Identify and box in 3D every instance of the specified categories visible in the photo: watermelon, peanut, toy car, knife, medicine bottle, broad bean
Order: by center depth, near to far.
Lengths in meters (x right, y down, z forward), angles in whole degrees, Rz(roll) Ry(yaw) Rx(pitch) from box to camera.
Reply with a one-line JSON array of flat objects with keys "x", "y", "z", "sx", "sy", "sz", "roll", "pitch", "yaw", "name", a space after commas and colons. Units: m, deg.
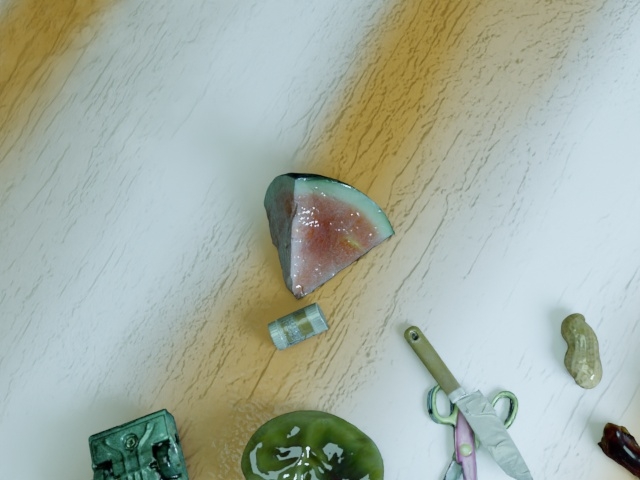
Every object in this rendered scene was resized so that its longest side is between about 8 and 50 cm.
[{"x": 0.369, "y": 0.156, "z": 1.590, "sx": 0.054, "sy": 0.054, "sz": 0.113, "roll": -11, "pitch": 66, "yaw": 11, "name": "peanut"}, {"x": 0.213, "y": 0.231, "z": 1.606, "sx": 0.047, "sy": 0.017, "sz": 0.298, "roll": -30, "pitch": 58, "yaw": -8, "name": "knife"}, {"x": -0.009, "y": 0.323, "z": 1.631, "sx": 0.206, "sy": 0.072, "sz": 0.153, "roll": 7, "pitch": 75, "yaw": 5, "name": "broad bean"}, {"x": -0.239, "y": 0.416, "z": 1.636, "sx": 0.141, "sy": 0.097, "sz": 0.321, "roll": -21, "pitch": 66, "yaw": 7, "name": "toy car"}, {"x": -0.034, "y": 0.131, "z": 1.711, "sx": 0.083, "sy": 0.047, "sz": 0.047, "roll": -25, "pitch": 66, "yaw": 5, "name": "medicine bottle"}, {"x": 0.006, "y": -0.020, "z": 1.758, "sx": 0.207, "sy": 0.136, "sz": 0.202, "roll": 20, "pitch": 116, "yaw": -6, "name": "watermelon"}]

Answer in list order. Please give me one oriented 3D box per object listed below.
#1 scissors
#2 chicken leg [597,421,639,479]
[{"x": 0.206, "y": 0.297, "z": 1.599, "sx": 0.133, "sy": 0.020, "sz": 0.187, "roll": 5, "pitch": 70, "yaw": 20, "name": "scissors"}, {"x": 0.502, "y": 0.401, "z": 1.448, "sx": 0.158, "sy": 0.096, "sz": 0.407, "roll": -37, "pitch": 62, "yaw": 21, "name": "chicken leg"}]
